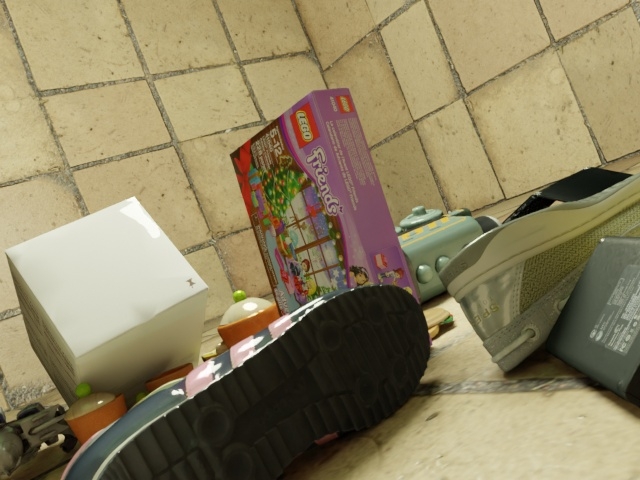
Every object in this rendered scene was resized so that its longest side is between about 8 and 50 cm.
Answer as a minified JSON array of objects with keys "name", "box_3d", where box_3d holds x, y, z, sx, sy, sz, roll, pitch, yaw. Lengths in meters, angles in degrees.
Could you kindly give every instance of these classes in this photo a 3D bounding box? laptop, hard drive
[{"name":"laptop","box_3d":[0.444,-0.037,1.092,0.234,0.137,0.264,-21,-23,-43]},{"name":"hard drive","box_3d":[0.187,0.042,0.383,0.094,0.022,0.135,-63,-2,2]}]

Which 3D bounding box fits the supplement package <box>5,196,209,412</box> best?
[{"name":"supplement package","box_3d":[-0.312,0.118,0.932,0.199,0.198,0.263,-29,-25,-33]}]

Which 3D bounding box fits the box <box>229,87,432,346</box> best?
[{"name":"box","box_3d":[0.000,0.000,0.723,0.057,0.294,0.201,-15,-4,-37]}]

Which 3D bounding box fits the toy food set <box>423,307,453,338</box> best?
[{"name":"toy food set","box_3d":[0.116,0.101,0.727,0.082,0.020,0.083,-22,-1,-39]}]

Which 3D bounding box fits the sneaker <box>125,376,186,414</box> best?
[{"name":"sneaker","box_3d":[-0.120,0.171,0.671,0.192,0.064,0.086,-19,-6,-25]}]

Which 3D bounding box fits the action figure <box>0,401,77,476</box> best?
[{"name":"action figure","box_3d":[-0.435,0.288,0.887,0.185,0.099,0.285,-14,1,-23]}]

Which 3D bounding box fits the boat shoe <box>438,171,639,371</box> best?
[{"name":"boat shoe","box_3d":[0.256,0.012,0.533,0.320,0.103,0.118,-16,-21,-22]}]

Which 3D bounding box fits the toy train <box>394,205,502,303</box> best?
[{"name":"toy train","box_3d":[0.136,0.039,0.978,0.333,0.142,0.190,-20,11,-25]}]

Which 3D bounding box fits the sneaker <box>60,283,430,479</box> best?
[{"name":"sneaker","box_3d":[-0.048,0.118,0.479,0.319,0.112,0.131,-21,2,-40]}]

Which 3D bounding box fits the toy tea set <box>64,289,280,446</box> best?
[{"name":"toy tea set","box_3d":[-0.190,0.168,0.867,0.200,0.124,0.336,-22,0,39]}]
